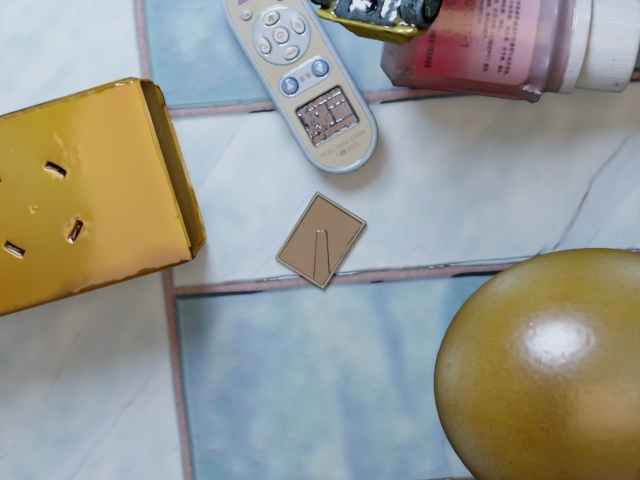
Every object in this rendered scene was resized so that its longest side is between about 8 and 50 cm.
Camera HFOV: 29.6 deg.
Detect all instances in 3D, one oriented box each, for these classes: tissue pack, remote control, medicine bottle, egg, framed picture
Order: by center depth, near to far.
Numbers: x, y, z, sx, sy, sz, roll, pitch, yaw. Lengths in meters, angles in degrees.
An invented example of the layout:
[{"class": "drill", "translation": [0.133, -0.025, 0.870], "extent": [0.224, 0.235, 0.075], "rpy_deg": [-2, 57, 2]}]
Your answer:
[{"class": "egg", "translation": [0.287, 0.149, 1.197], "extent": [0.351, 0.282, 0.282], "rpy_deg": [8, 99, 3]}, {"class": "medicine bottle", "translation": [0.188, -0.212, 1.216], "extent": [0.247, 0.147, 0.147], "rpy_deg": [7, 99, 0]}, {"class": "tissue pack", "translation": [-0.280, -0.044, 1.254], "extent": [0.274, 0.145, 0.194], "rpy_deg": [-15, 100, 3]}, {"class": "remote control", "translation": [-0.021, -0.181, 1.274], "extent": [0.087, 0.047, 0.244], "rpy_deg": [-29, 96, 2]}, {"class": "framed picture", "translation": [0.000, 0.000, 1.321], "extent": [0.066, 0.006, 0.089], "rpy_deg": [31, 99, -4]}]

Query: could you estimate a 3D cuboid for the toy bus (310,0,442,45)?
[{"class": "toy bus", "translation": [0.102, -0.340, 1.101], "extent": [0.121, 0.123, 0.335], "rpy_deg": [16, 87, 27]}]
